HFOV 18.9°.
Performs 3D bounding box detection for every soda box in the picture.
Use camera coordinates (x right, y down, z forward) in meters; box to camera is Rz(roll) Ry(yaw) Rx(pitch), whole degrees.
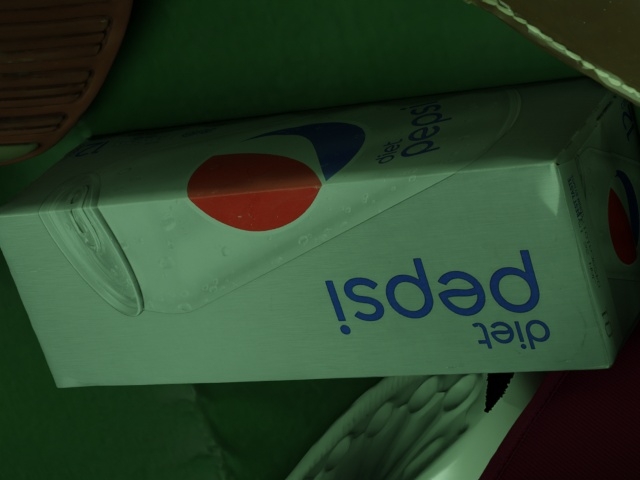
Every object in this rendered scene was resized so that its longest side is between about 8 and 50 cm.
[{"bbox_3d":[0.000,0.000,0.851,0.286,0.091,0.098,-4,115,30],"label":"soda box"}]

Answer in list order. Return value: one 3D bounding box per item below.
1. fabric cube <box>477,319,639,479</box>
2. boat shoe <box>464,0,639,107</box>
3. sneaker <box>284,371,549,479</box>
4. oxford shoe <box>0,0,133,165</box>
[{"bbox_3d":[0.222,0.171,0.729,0.258,0.254,0.259,-10,113,32],"label":"fabric cube"},{"bbox_3d":[0.043,-0.148,0.722,0.324,0.116,0.123,39,129,3],"label":"boat shoe"},{"bbox_3d":[0.073,0.208,0.932,0.236,0.130,0.323,36,121,-12],"label":"sneaker"},{"bbox_3d":[-0.145,-0.175,0.832,0.123,0.130,0.348,-2,140,-15],"label":"oxford shoe"}]
